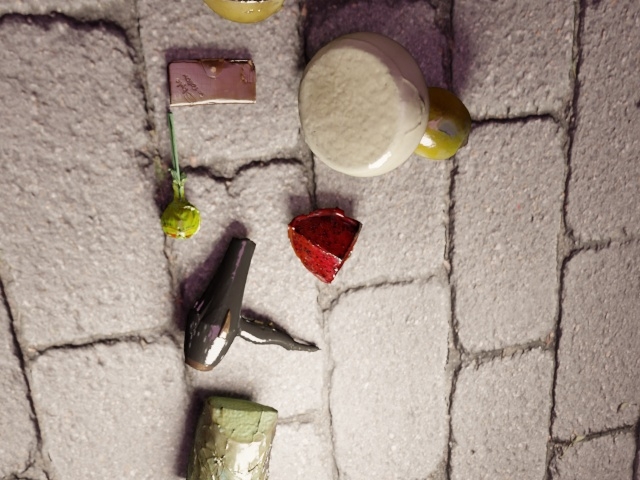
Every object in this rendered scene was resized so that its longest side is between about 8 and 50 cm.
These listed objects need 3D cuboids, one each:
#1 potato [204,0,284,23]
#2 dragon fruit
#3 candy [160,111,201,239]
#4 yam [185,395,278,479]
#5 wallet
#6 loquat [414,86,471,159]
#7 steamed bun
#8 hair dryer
[{"bbox_3d":[-0.154,-0.471,1.238,0.202,0.182,0.117,-2,152,-11],"label":"potato"},{"bbox_3d":[0.001,-0.001,1.483,0.161,0.120,0.127,32,140,-1],"label":"dragon fruit"},{"bbox_3d":[-0.294,-0.130,1.346,0.077,0.073,0.262,-12,106,-34],"label":"candy"},{"bbox_3d":[-0.198,0.499,1.527,0.202,0.201,0.271,8,99,-22],"label":"yam"},{"bbox_3d":[-0.216,-0.317,1.319,0.176,0.026,0.095,-5,108,-18],"label":"wallet"},{"bbox_3d":[0.241,-0.258,1.434,0.195,0.152,0.152,26,99,-17],"label":"loquat"},{"bbox_3d":[0.097,-0.272,1.325,0.177,0.283,0.283,-20,120,-52],"label":"steamed bun"},{"bbox_3d":[-0.127,0.175,1.505,0.359,0.120,0.303,24,85,-35],"label":"hair dryer"}]
